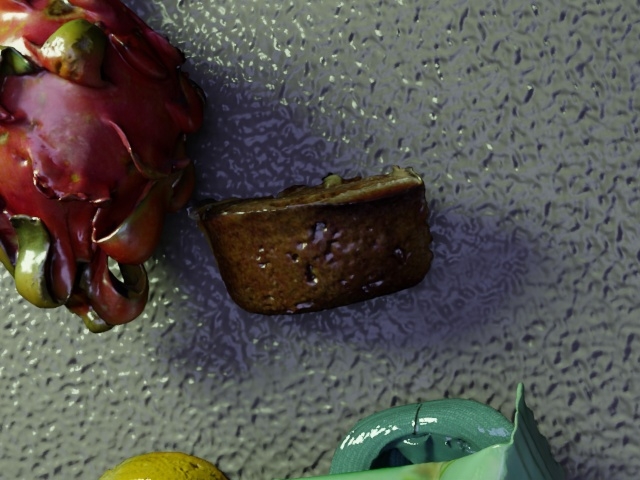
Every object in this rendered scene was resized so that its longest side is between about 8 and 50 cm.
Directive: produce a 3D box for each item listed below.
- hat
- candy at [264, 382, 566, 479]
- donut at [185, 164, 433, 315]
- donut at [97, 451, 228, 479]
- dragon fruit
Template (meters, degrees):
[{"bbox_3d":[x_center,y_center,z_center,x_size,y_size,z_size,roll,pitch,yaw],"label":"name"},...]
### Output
[{"bbox_3d":[0.104,0.209,0.750,0.190,0.078,0.138,-19,92,20],"label":"hat"},{"bbox_3d":[0.035,0.281,0.674,0.397,0.172,0.263,-17,104,31],"label":"candy"},{"bbox_3d":[-0.008,0.004,0.762,0.186,0.144,0.126,-18,104,-15],"label":"donut"},{"bbox_3d":[-0.164,0.289,0.803,0.178,0.065,0.162,-19,83,9],"label":"donut"},{"bbox_3d":[-0.215,-0.088,0.760,0.243,0.227,0.307,-39,82,11],"label":"dragon fruit"}]
